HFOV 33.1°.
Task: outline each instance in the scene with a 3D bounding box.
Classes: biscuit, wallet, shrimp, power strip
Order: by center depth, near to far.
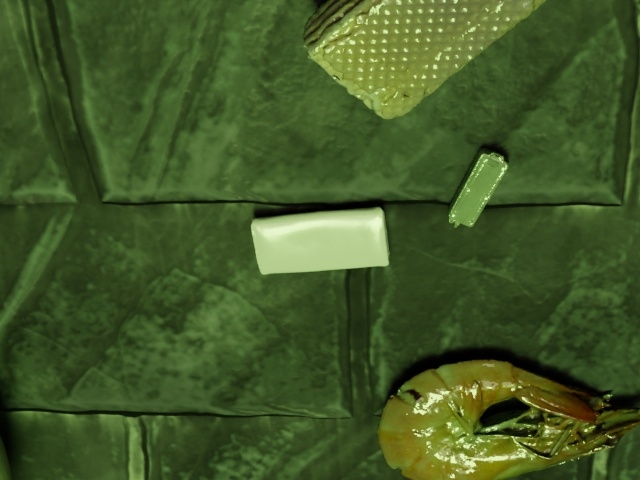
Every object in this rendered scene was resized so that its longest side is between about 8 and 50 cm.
[{"bbox_3d":[0.104,-0.195,0.821,0.239,0.062,0.108,-37,127,26],"label":"biscuit"},{"bbox_3d":[0.136,-0.045,0.945,0.027,0.017,0.083,23,121,-8],"label":"power strip"},{"bbox_3d":[0.000,0.000,0.983,0.122,0.025,0.061,-4,123,9],"label":"wallet"},{"bbox_3d":[0.189,0.177,1.059,0.267,0.061,0.145,-4,112,11],"label":"shrimp"}]

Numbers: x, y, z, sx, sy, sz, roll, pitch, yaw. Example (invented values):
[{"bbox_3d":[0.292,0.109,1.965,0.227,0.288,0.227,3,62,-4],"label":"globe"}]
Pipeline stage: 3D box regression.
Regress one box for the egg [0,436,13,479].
[{"bbox_3d":[-0.437,0.255,1.040,0.283,0.283,0.345,14,117,-3],"label":"egg"}]
